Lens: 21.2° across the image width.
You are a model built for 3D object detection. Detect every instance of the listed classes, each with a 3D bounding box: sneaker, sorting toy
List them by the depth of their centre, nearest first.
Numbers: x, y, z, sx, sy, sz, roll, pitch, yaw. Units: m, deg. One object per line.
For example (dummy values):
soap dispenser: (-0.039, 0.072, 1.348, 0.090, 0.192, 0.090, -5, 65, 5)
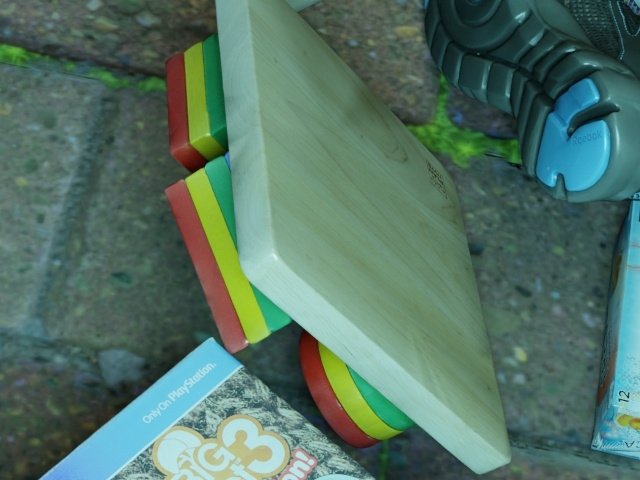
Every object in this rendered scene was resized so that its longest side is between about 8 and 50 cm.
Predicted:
sorting toy: (0.000, 0.000, 1.076, 0.089, 0.257, 0.255, -28, 44, 21)
sneaker: (0.181, -0.136, 1.263, 0.139, 0.125, 0.341, 8, 38, -28)

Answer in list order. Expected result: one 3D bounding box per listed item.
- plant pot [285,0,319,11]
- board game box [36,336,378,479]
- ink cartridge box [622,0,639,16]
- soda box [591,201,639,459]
plant pot: (-0.018, -0.259, 1.337, 0.109, 0.096, 0.109, -30, 62, -27)
board game box: (-0.040, 0.240, 0.927, 0.291, 0.141, 0.232, 38, 56, 18)
ink cartridge box: (0.408, -0.163, 1.312, 0.309, 0.130, 0.272, -17, 57, -20)
soda box: (0.227, 0.060, 1.159, 0.063, 0.058, 0.183, 13, 51, 2)
